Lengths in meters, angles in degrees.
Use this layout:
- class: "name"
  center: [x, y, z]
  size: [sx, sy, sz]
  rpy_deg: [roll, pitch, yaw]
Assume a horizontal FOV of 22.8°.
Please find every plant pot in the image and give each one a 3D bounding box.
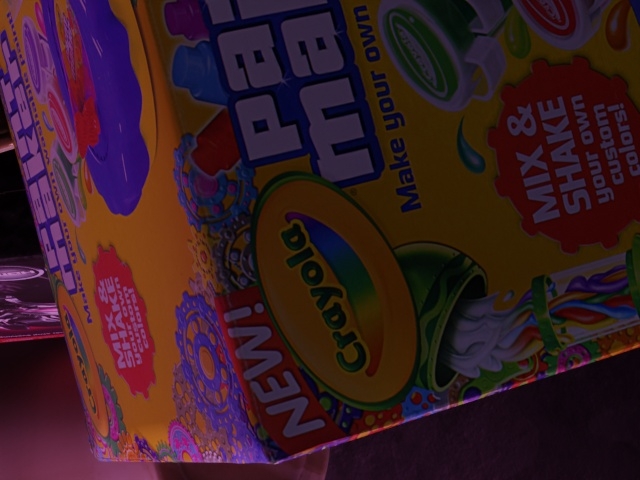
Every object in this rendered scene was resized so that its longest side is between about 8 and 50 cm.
- class: "plant pot"
  center: [-0.149, 0.181, 1.403]
  size: [0.323, 0.323, 0.280]
  rpy_deg: [-11, 180, -40]

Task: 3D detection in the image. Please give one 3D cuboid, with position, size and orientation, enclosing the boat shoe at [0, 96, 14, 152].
- class: "boat shoe"
  center: [-0.125, -0.101, 0.880]
  size: [0.223, 0.080, 0.073]
  rpy_deg: [-27, 162, 14]

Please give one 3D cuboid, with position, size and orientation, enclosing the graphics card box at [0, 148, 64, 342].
- class: "graphics card box"
  center: [-0.175, 0.002, 1.136]
  size: [0.233, 0.094, 0.371]
  rpy_deg: [-5, 169, 3]

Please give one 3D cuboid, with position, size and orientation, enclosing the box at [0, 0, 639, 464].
- class: "box"
  center: [0.034, -0.098, 0.557]
  size: [0.279, 0.290, 0.177]
  rpy_deg: [-15, 180, -25]
